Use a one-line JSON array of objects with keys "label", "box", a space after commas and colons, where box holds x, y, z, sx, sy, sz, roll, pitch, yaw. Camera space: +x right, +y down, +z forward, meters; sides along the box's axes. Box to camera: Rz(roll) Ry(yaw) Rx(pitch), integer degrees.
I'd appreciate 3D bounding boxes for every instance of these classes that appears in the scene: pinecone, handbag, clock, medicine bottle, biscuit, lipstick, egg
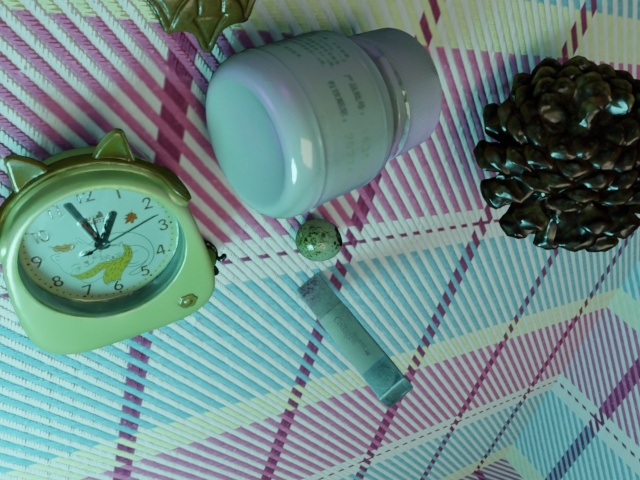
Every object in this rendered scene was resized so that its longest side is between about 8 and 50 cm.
[{"label": "pinecone", "box": [0.506, -0.156, 1.270, 0.397, 0.398, 0.398, -23, 138, -22]}, {"label": "handbag", "box": [-0.227, 0.027, 1.076, 0.111, 0.047, 0.072, 17, 103, -40]}, {"label": "clock", "box": [-0.318, -0.004, 0.894, 0.286, 0.117, 0.348, -18, 132, -16]}, {"label": "medicine bottle", "box": [0.010, -0.188, 0.918, 0.302, 0.241, 0.241, -27, 140, -31]}, {"label": "biscuit", "box": [-0.150, -0.348, 0.799, 0.182, 0.034, 0.215, -19, 136, -25]}, {"label": "lipstick", "box": [0.064, 0.198, 1.261, 0.066, 0.317, 0.068, -41, 141, -1]}, {"label": "egg", "box": [0.000, 0.000, 1.209, 0.110, 0.085, 0.085, 11, 118, -45]}]
